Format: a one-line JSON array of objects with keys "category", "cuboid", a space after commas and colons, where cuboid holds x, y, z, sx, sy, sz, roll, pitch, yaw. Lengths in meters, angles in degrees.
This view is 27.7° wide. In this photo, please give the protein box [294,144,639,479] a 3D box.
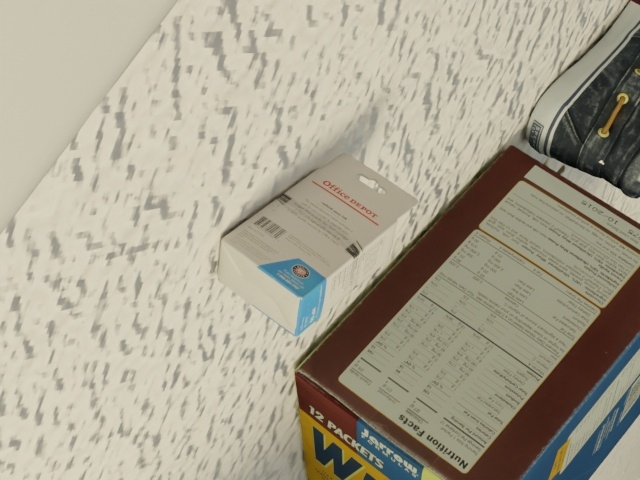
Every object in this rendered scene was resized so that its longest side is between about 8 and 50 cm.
[{"category": "protein box", "cuboid": [0.104, 0.094, 0.798, 0.201, 0.136, 0.200, -45, 155, -23]}]

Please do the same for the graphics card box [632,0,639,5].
[{"category": "graphics card box", "cuboid": [0.056, -0.097, 0.202, 0.094, 0.233, 0.371, -60, 157, 11]}]

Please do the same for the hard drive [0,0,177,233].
[{"category": "hard drive", "cuboid": [-0.140, -0.033, 0.263, 0.353, 0.047, 0.233, -53, 157, -3]}]

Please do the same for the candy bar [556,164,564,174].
[{"category": "candy bar", "cuboid": [0.149, 0.006, 0.920, 0.040, 0.018, 0.161, -44, 154, -25]}]

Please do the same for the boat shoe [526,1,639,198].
[{"category": "boat shoe", "cuboid": [0.215, -0.101, 0.816, 0.183, 0.083, 0.065, -46, 156, -21]}]

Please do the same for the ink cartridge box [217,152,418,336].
[{"category": "ink cartridge box", "cuboid": [0.000, 0.000, 0.579, 0.083, 0.048, 0.028, -38, 152, -35]}]
